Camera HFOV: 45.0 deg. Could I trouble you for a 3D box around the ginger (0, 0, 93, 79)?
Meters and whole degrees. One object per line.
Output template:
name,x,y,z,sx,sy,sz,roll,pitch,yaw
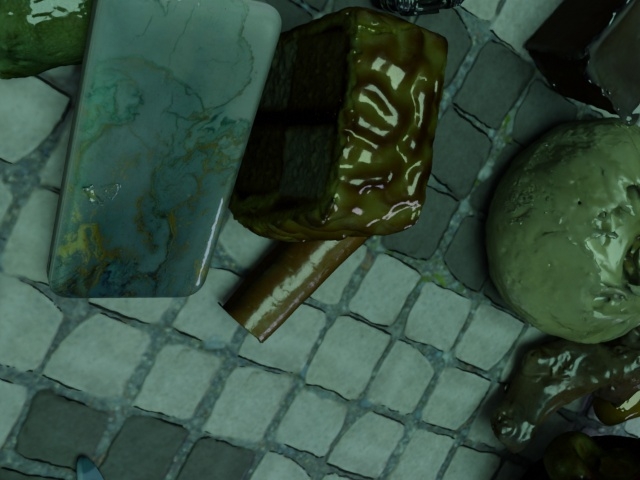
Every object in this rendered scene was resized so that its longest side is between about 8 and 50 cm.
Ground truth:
ginger,-0.236,-0.196,0.564,0.290,0.089,0.137,29,119,-35

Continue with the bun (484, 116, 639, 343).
bun,0.310,-0.006,0.848,0.259,0.152,0.259,-9,112,-23

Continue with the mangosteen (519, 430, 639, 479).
mangosteen,0.355,0.351,0.910,0.288,0.288,0.288,-8,109,-23

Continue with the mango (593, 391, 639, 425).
mango,0.404,0.198,1.007,0.114,0.060,0.080,-31,113,-7

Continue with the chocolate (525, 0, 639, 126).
chocolate,0.350,-0.272,0.805,0.321,0.112,0.112,-50,121,-5

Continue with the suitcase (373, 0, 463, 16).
suitcase,0.089,-0.273,0.710,0.086,0.059,0.126,-12,113,-21

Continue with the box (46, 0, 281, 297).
box,-0.133,-0.069,0.631,0.142,0.044,0.285,1,125,-31

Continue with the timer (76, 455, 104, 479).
timer,-0.183,0.353,0.717,0.175,0.175,0.255,-7,113,-24

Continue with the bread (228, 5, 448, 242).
bread,0.006,-0.086,0.630,0.096,0.222,0.181,6,90,-29

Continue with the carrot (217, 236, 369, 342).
carrot,0.000,0.000,0.750,0.225,0.067,0.067,-46,119,-4

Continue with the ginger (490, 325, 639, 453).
ginger,0.329,0.160,0.942,0.290,0.084,0.122,-24,125,-8
